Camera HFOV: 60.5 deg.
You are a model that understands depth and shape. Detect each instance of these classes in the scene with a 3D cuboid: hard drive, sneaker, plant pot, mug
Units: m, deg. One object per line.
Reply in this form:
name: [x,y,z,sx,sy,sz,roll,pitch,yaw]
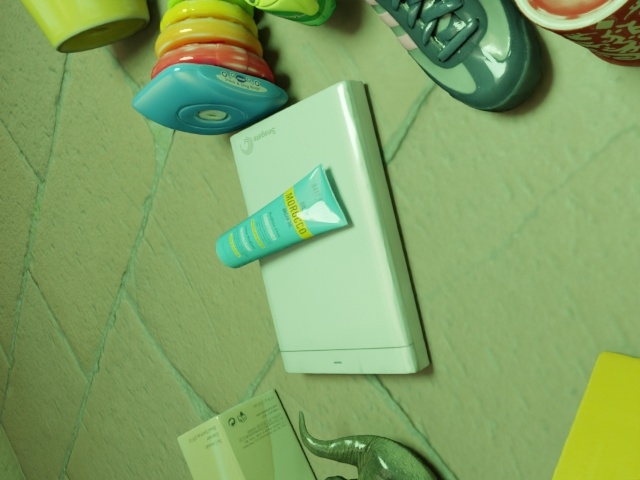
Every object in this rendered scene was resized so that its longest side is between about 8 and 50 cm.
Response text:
hard drive: [0.000,0.000,0.729,0.233,0.047,0.352,-13,90,44]
sneaker: [-0.069,-0.350,0.671,0.109,0.124,0.295,-41,52,25]
plant pot: [-0.402,-0.447,0.886,0.254,0.254,0.238,-6,109,44]
sneaker: [0.081,-0.250,0.539,0.319,0.131,0.112,56,130,18]
mug: [0.205,-0.204,0.407,0.150,0.169,0.113,54,130,20]

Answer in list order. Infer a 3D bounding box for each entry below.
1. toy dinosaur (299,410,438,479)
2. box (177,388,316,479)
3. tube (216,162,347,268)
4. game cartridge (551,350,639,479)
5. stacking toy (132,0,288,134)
toy dinosaur: [0.098,0.323,0.686,0.160,0.121,0.313,-50,61,25]
box: [-0.085,0.410,0.847,0.148,0.121,0.311,-40,72,40]
tube: [-0.055,-0.020,0.716,0.207,0.052,0.080,-27,88,38]
game cartridge: [0.311,0.221,0.343,0.324,0.285,0.052,6,135,43]
stacking toy: [-0.150,-0.312,0.752,0.166,0.175,0.301,-13,77,49]
